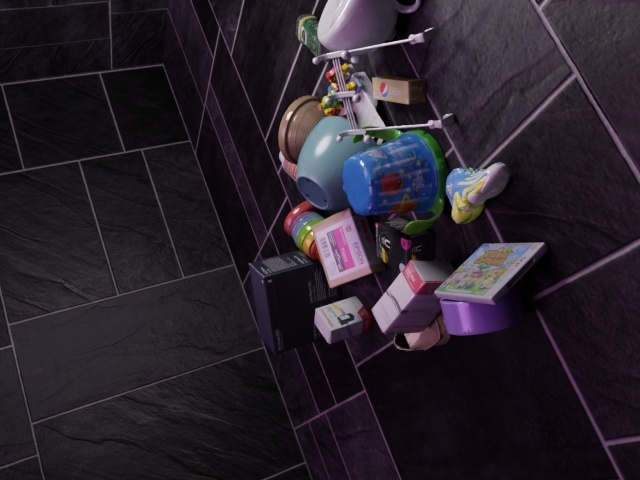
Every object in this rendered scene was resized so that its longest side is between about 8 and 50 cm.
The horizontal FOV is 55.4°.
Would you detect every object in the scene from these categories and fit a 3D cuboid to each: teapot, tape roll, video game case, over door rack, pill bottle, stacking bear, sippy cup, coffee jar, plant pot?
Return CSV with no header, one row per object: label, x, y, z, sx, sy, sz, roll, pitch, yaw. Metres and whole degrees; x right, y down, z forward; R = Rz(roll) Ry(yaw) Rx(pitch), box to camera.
teapot,0.125,-0.593,1.621,0.253,0.187,0.256,-60,22,19
tape roll,0.387,0.162,1.458,0.189,0.188,0.080,-7,97,67
video game case,0.388,0.071,1.407,0.023,0.193,0.212,54,160,-13
over door rack,0.148,-0.378,1.538,0.324,0.108,0.240,-3,117,32
pill bottle,-0.072,-0.285,2.311,0.216,0.121,0.121,48,145,47
stacking bear,0.000,0.000,2.291,0.289,0.164,0.175,48,145,39
sippy cup,0.189,-0.169,1.662,0.305,0.224,0.240,38,137,55
coffee jar,-0.014,-0.670,2.004,0.184,0.079,0.096,54,152,38
plant pot,-0.021,-0.358,2.050,0.109,0.237,0.237,26,130,34
plant pot,0.039,-0.206,1.872,0.290,0.195,0.290,35,155,19

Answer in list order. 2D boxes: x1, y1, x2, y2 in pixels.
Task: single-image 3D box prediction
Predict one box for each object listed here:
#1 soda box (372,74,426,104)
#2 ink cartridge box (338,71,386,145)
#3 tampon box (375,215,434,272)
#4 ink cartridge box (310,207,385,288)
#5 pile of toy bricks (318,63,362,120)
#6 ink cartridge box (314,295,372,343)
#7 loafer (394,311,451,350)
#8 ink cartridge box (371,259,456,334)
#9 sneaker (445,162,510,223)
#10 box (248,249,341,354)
soda box,0.214,-0.414,1.670,0.181,0.058,0.061,33,133,58
ink cartridge box,0.142,-0.373,1.875,0.225,0.056,0.181,60,153,20
tampon box,0.248,0.014,1.792,0.161,0.101,0.121,35,136,56
ink cartridge box,0.090,0.025,2.080,0.193,0.088,0.235,-26,78,39
pile of toy bricks,0.042,-0.425,1.858,0.118,0.105,0.212,61,153,20
ink cartridge box,0.082,0.291,2.238,0.127,0.175,0.072,51,147,43
loafer,0.305,0.286,1.838,0.102,0.092,0.268,67,156,17
ink cartridge box,0.267,0.159,1.688,0.218,0.158,0.092,-59,43,34
sneaker,0.359,-0.140,1.464,0.126,0.091,0.240,66,156,21
box,-0.093,0.230,2.425,0.179,0.312,0.343,30,130,59
